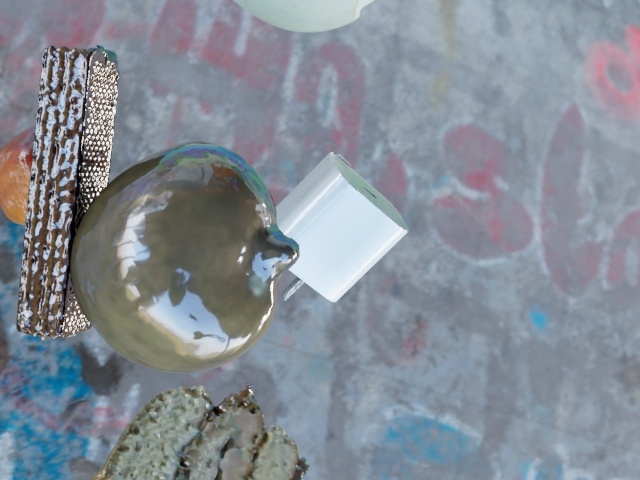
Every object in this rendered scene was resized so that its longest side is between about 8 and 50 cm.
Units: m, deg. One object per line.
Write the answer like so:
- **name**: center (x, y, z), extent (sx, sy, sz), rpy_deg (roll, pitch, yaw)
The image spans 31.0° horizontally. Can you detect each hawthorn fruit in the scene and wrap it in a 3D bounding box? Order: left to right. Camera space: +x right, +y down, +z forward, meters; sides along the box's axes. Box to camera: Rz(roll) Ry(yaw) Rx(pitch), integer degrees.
- **hawthorn fruit**: center (-0.450, -0.105, 1.905), extent (0.189, 0.189, 0.189), rpy_deg (12, 69, -32)

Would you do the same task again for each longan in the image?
- **longan**: center (-0.168, 0.020, 1.469), extent (0.300, 0.300, 0.243), rpy_deg (67, 16, 1)

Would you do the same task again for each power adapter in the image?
- **power adapter**: center (0.000, 0.000, 2.011), extent (0.187, 0.255, 0.124), rpy_deg (40, 13, -27)

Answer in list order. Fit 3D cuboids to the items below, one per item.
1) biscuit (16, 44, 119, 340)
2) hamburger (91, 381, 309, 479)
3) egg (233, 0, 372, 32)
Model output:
- **biscuit**: center (-0.332, -0.066, 1.525), extent (0.107, 0.073, 0.389), rpy_deg (-14, 112, -78)
- **hamburger**: center (-0.139, 0.266, 0.937), extent (0.155, 0.245, 0.282), rpy_deg (32, 21, -4)
- **egg**: center (-0.009, -0.335, 0.905), extent (0.278, 0.278, 0.336), rpy_deg (-16, 126, -38)
